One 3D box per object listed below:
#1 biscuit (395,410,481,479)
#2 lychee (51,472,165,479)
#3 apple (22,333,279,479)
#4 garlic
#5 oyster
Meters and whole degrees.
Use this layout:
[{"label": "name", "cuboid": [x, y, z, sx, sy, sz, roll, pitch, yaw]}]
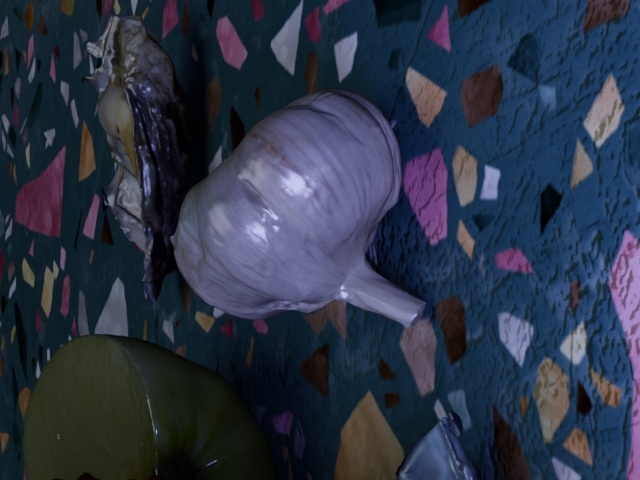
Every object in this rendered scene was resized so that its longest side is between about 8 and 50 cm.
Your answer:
[{"label": "biscuit", "cuboid": [0.062, 0.270, 1.284, 0.309, 0.079, 0.186, 132, 131, -58]}, {"label": "lychee", "cuboid": [-0.162, 0.428, 1.223, 0.424, 0.425, 0.499, -157, 69, -64]}, {"label": "apple", "cuboid": [-0.180, 0.278, 1.579, 0.360, 0.320, 0.311, -39, 16, 52]}, {"label": "garlic", "cuboid": [0.000, 0.000, 1.337, 0.212, 0.218, 0.218, 47, 143, 8]}, {"label": "oyster", "cuboid": [-0.201, -0.087, 1.836, 0.275, 0.100, 0.271, 65, 150, 20]}]
